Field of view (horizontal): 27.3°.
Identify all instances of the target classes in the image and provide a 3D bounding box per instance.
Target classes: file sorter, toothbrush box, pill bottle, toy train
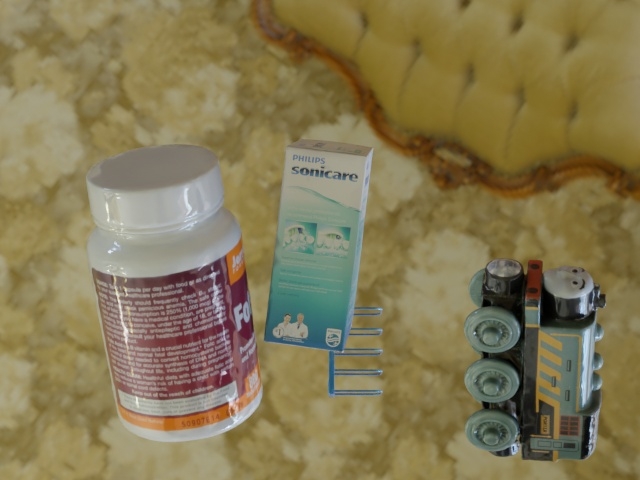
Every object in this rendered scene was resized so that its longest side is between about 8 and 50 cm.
[{"bbox_3d":[0.066,0.214,2.527,0.105,0.170,0.118,0,170,2],"label":"file sorter"},{"bbox_3d":[0.000,0.000,2.004,0.126,0.295,0.216,6,-173,4],"label":"toothbrush box"},{"bbox_3d":[-0.215,0.073,1.917,0.224,0.224,0.392,20,125,45],"label":"pill bottle"},{"bbox_3d":[0.300,0.170,1.847,0.190,0.142,0.333,2,122,10],"label":"toy train"}]
